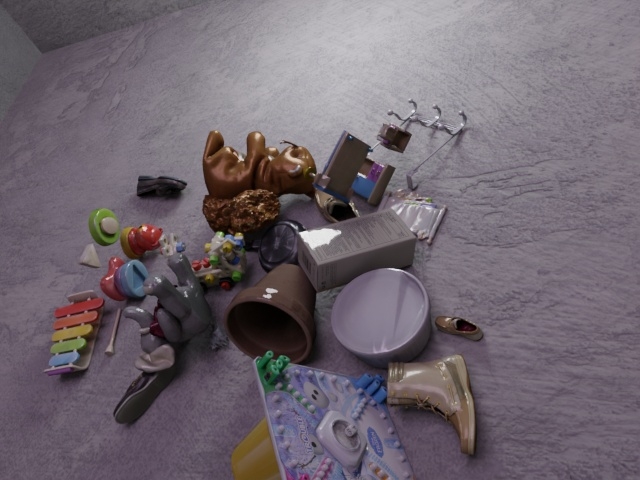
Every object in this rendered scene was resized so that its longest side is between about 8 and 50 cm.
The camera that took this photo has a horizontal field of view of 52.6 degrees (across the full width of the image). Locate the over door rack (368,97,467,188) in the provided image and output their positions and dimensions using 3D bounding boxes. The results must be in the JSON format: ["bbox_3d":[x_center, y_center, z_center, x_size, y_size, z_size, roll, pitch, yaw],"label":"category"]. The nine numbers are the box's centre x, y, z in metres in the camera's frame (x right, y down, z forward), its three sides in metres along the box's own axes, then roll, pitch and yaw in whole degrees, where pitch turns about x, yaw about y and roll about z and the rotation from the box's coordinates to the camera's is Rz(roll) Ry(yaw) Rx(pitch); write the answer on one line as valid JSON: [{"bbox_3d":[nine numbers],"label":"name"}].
[{"bbox_3d":[0.301,-0.343,2.161,0.239,0.108,0.324,26,68,41],"label":"over door rack"}]

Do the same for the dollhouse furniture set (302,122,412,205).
[{"bbox_3d":[0.079,-0.283,2.032,0.198,0.303,0.287,31,99,39],"label":"dollhouse furniture set"}]

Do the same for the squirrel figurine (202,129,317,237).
[{"bbox_3d":[-0.202,-0.174,2.206,0.370,0.281,0.397,4,61,16],"label":"squirrel figurine"}]

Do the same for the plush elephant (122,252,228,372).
[{"bbox_3d":[-0.467,0.241,1.958,0.255,0.330,0.272,-29,18,14],"label":"plush elephant"}]

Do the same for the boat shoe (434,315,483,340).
[{"bbox_3d":[0.361,0.221,1.701,0.135,0.045,0.050,12,60,34],"label":"boat shoe"}]

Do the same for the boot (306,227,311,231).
[{"bbox_3d":[0.000,0.000,2.079,0.086,0.042,0.119,-12,51,12],"label":"boot"}]

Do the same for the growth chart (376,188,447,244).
[{"bbox_3d":[0.276,-0.082,2.015,0.237,0.021,0.172,17,62,36],"label":"growth chart"}]

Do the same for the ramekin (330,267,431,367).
[{"bbox_3d":[0.175,0.218,1.743,0.272,0.127,0.273,-15,47,17],"label":"ramekin"}]

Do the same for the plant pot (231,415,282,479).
[{"bbox_3d":[-0.076,0.512,1.561,0.239,0.254,0.254,-36,44,16],"label":"plant pot"}]

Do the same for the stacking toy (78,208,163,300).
[{"bbox_3d":[-0.670,0.033,2.230,0.130,0.279,0.309,-12,53,20],"label":"stacking toy"}]

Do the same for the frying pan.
[{"bbox_3d":[-0.171,-0.006,2.135,0.326,0.053,0.197,29,86,37],"label":"frying pan"}]

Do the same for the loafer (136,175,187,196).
[{"bbox_3d":[-0.626,-0.203,2.546,0.267,0.096,0.084,6,76,39],"label":"loafer"}]

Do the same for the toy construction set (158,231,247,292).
[{"bbox_3d":[-0.374,0.066,2.090,0.327,0.215,0.151,0,53,27],"label":"toy construction set"}]

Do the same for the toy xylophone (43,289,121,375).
[{"bbox_3d":[-0.805,0.312,2.199,0.236,0.081,0.323,-19,47,11],"label":"toy xylophone"}]

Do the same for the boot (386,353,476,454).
[{"bbox_3d":[0.261,0.392,1.544,0.203,0.095,0.262,-5,45,4],"label":"boot"}]

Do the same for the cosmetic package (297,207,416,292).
[{"bbox_3d":[0.102,0.024,1.873,0.309,0.113,0.160,-14,42,-18],"label":"cosmetic package"}]

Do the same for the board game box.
[{"bbox_3d":[0.057,0.438,1.459,0.050,0.389,0.390,-50,39,26],"label":"board game box"}]

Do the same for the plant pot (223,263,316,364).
[{"bbox_3d":[-0.114,0.190,1.856,0.262,0.263,0.229,-3,36,25],"label":"plant pot"}]

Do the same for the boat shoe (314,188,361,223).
[{"bbox_3d":[0.060,-0.101,2.087,0.109,0.098,0.302,-34,46,-2],"label":"boat shoe"}]

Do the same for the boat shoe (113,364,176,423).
[{"bbox_3d":[-0.537,0.451,1.951,0.068,0.081,0.228,24,59,42],"label":"boat shoe"}]
